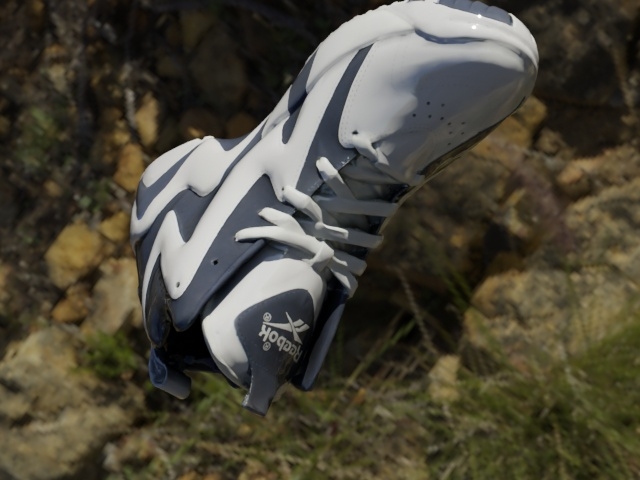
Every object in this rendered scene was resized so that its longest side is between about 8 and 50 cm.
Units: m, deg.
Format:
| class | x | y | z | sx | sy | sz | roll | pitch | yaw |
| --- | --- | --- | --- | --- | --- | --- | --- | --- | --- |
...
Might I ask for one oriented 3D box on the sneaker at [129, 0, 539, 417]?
| class | x | y | z | sx | sy | sz | roll | pitch | yaw |
| --- | --- | --- | --- | --- | --- | --- | --- | --- | --- |
| sneaker | 0.000 | 0.000 | 0.558 | 0.235 | 0.094 | 0.153 | -22 | 49 | 28 |
